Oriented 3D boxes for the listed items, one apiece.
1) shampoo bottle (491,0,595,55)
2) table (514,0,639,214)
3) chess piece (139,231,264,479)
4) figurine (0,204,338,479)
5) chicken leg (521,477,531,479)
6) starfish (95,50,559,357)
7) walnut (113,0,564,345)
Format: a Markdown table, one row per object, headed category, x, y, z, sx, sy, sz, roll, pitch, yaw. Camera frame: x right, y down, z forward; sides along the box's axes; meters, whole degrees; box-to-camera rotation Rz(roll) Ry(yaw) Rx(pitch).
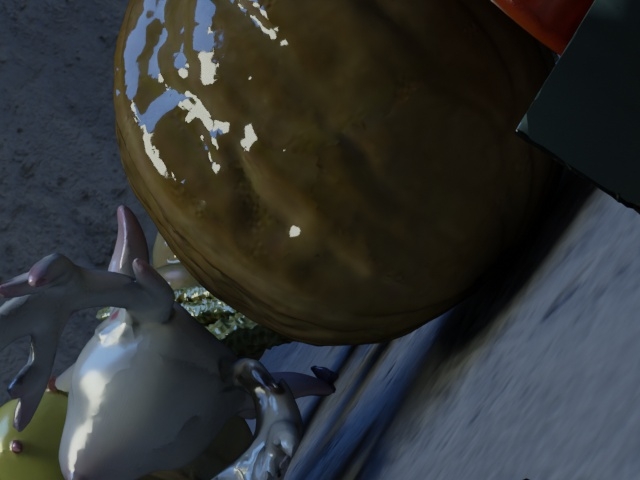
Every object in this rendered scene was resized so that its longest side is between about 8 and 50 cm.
| category | x | y | z | sx | sy | sz | roll | pitch | yaw |
| --- | --- | --- | --- | --- | --- | --- | --- | --- | --- |
| shampoo bottle | 0.170 | -0.190 | 0.503 | 0.278 | 0.104 | 0.104 | -54 | 1 | 23 |
| table | 0.140 | -0.104 | 0.377 | 0.175 | 0.062 | 0.146 | -56 | 1 | -17 |
| chess piece | -0.098 | 0.083 | 1.055 | 0.143 | 0.142 | 0.261 | 127 | 161 | -56 |
| figurine | -0.109 | 0.138 | 0.677 | 0.316 | 0.206 | 0.284 | -66 | -5 | 35 |
| chicken leg | -0.017 | 0.118 | 0.200 | 0.196 | 0.080 | 0.125 | -47 | 10 | -7 |
| starfish | 0.000 | 0.003 | 0.931 | 0.358 | 0.078 | 0.347 | -20 | 26 | 37 |
| walnut | 0.004 | -0.061 | 0.651 | 0.228 | 0.228 | 0.228 | -55 | 1 | 1 |
